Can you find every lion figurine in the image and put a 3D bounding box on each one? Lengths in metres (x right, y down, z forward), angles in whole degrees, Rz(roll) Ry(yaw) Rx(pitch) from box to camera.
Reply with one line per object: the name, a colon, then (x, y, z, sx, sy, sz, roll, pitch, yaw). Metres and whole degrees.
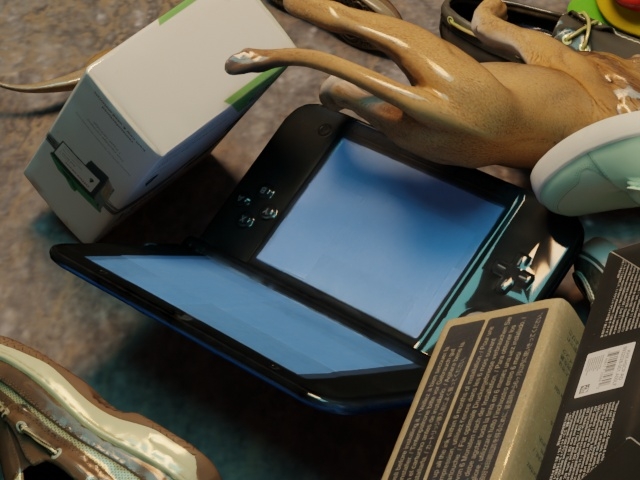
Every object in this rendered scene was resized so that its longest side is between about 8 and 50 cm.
lion figurine: (0.143, -0.105, 1.216, 0.392, 0.142, 0.240, -11, 35, -38)

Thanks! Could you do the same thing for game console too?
game console: (0.000, 0.000, 1.156, 0.293, 0.173, 0.250, 26, 74, 34)

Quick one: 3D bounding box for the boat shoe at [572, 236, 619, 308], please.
boat shoe: (0.215, 0.073, 1.110, 0.070, 0.078, 0.219, -30, 33, 2)

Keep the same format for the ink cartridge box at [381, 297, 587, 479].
ink cartridge box: (0.129, 0.183, 0.881, 0.088, 0.235, 0.193, -12, 34, 36)

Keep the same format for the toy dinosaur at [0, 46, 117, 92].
toy dinosaur: (-0.209, -0.155, 1.489, 0.211, 0.064, 0.112, -21, 23, -25)

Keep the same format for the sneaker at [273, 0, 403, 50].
sneaker: (0.024, -0.244, 1.523, 0.071, 0.066, 0.188, -35, 47, -27)

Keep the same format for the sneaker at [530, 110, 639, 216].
sneaker: (0.256, -0.010, 1.064, 0.256, 0.094, 0.151, -11, 72, 36)

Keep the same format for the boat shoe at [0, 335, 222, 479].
boat shoe: (-0.193, 0.147, 1.106, 0.257, 0.095, 0.095, 22, 56, 31)

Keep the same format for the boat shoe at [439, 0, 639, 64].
boat shoe: (0.209, -0.168, 1.394, 0.227, 0.069, 0.081, 13, 46, 25)

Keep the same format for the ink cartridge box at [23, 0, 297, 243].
ink cartridge box: (-0.134, -0.102, 1.282, 0.160, 0.219, 0.092, -40, 90, -29)

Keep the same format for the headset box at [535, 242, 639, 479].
headset box: (0.253, 0.164, 0.868, 0.110, 0.293, 0.218, -19, 30, 38)

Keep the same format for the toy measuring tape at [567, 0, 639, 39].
toy measuring tape: (0.353, -0.211, 1.372, 0.330, 0.121, 0.121, 23, 51, 34)
